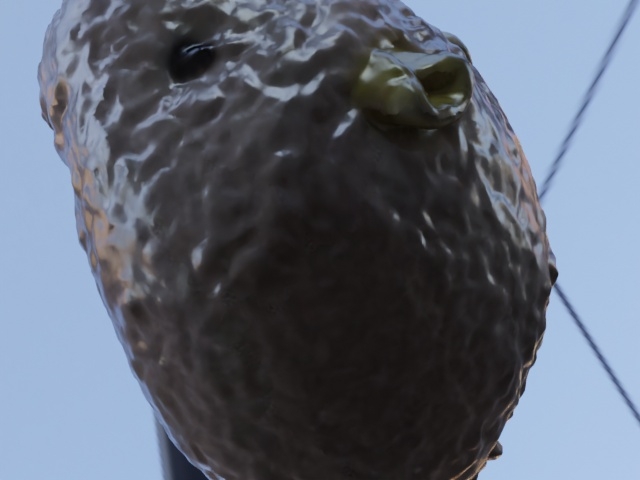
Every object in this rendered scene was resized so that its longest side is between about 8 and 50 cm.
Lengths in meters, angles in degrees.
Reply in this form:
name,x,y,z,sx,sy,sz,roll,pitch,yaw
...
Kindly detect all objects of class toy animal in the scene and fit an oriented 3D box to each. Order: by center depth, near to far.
name,x,y,z,sx,sy,sz,roll,pitch,yaw
toy animal,0.003,0.006,0.828,0.226,0.188,0.358,-22,-86,3
